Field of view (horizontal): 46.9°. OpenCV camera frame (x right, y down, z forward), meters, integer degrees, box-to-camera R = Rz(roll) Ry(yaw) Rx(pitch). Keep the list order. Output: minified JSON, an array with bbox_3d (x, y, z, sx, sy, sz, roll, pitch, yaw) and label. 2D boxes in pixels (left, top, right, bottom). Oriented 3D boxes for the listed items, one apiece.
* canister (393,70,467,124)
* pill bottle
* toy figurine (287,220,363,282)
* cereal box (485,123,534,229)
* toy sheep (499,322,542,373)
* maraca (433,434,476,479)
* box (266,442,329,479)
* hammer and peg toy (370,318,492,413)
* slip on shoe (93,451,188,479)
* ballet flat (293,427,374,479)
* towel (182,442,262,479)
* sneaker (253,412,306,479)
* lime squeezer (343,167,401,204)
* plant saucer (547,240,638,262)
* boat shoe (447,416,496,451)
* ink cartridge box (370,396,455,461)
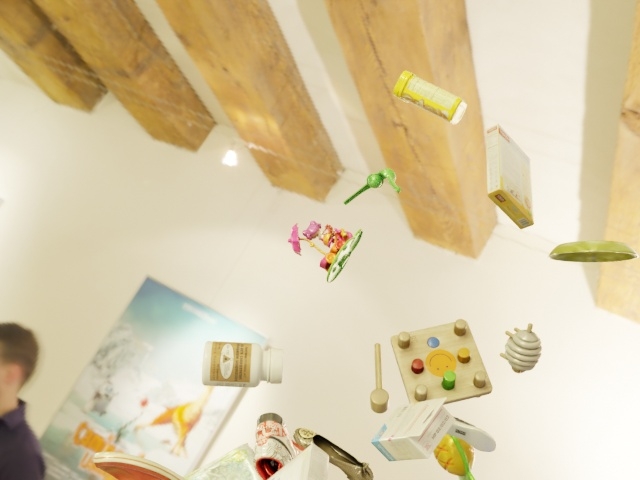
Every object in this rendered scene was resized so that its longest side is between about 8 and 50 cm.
[{"bbox_3d":[0.287,-0.369,1.919,0.170,0.073,0.126,30,13,16],"label":"canister"},{"bbox_3d":[-0.225,0.362,2.148,0.229,0.131,0.131,3,-16,-5],"label":"pill bottle"},{"bbox_3d":[0.000,0.000,1.910,0.159,0.173,0.130,30,-29,14],"label":"toy figurine"},{"bbox_3d":[0.503,-0.171,1.962,0.047,0.240,0.173,-25,-49,36],"label":"cereal box"},{"bbox_3d":[0.461,0.246,1.681,0.091,0.091,0.132,20,-59,31],"label":"toy sheep"},{"bbox_3d":[0.344,0.547,1.864,0.127,0.099,0.185,114,-48,-76],"label":"maraca"},{"bbox_3d":[-0.115,0.586,1.497,0.058,0.322,0.232,43,21,-13],"label":"box"},{"bbox_3d":[0.311,0.382,2.249,0.361,0.266,0.127,-11,-36,-4],"label":"hammer and peg toy"},{"bbox_3d":[-0.407,0.607,1.793,0.331,0.101,0.123,36,-35,-19],"label":"slip on shoe"},{"bbox_3d":[0.038,0.576,1.997,0.250,0.058,0.084,32,28,16],"label":"ballet flat"},{"bbox_3d":[-0.279,0.833,2.183,0.374,0.320,0.090,60,-2,30],"label":"towel"},{"bbox_3d":[-0.084,0.559,1.811,0.090,0.145,0.270,-20,-57,16],"label":"sneaker"},{"bbox_3d":[0.187,-0.176,2.395,0.059,0.110,0.310,23,-16,-28],"label":"lime squeezer"},{"bbox_3d":[0.767,0.030,2.082,0.241,0.037,0.241,3,-8,0],"label":"plant saucer"},{"bbox_3d":[0.346,0.447,1.728,0.142,0.049,0.040,21,20,20],"label":"boat shoe"},{"bbox_3d":[0.190,0.372,1.446,0.061,0.104,0.181,48,-31,-5],"label":"ink cartridge box"}]
